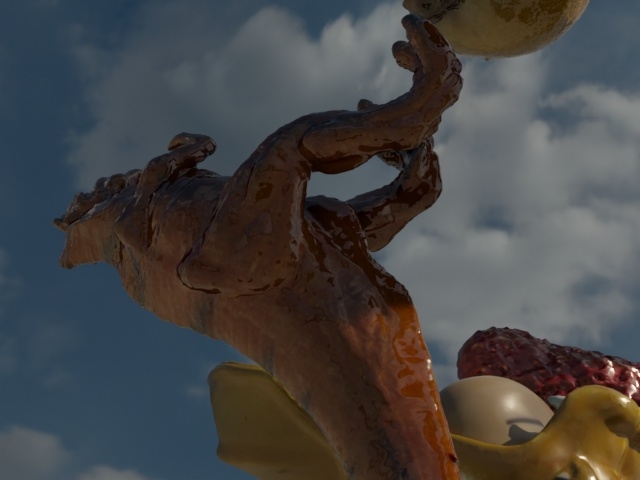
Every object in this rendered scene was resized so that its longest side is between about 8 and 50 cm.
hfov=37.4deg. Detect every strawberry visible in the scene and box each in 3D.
[{"bbox_3d":[0.275,0.227,1.044,0.258,0.261,0.261,7,-46,24],"label":"strawberry"}]

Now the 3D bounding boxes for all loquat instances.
[{"bbox_3d":[0.228,-0.372,1.277,0.275,0.274,0.274,9,-46,9],"label":"loquat"}]

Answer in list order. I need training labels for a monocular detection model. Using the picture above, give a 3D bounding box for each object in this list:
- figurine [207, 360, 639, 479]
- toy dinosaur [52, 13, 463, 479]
[{"bbox_3d":[0.094,0.287,0.832,0.387,0.268,0.400,-8,-92,42],"label":"figurine"},{"bbox_3d":[0.000,0.000,0.440,0.432,0.208,0.097,29,-18,51],"label":"toy dinosaur"}]
